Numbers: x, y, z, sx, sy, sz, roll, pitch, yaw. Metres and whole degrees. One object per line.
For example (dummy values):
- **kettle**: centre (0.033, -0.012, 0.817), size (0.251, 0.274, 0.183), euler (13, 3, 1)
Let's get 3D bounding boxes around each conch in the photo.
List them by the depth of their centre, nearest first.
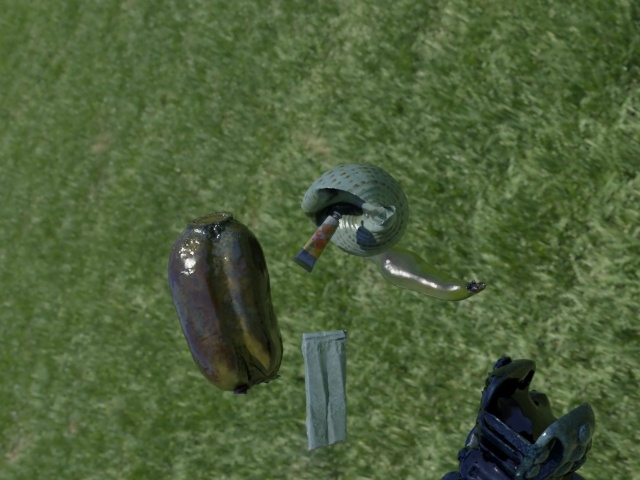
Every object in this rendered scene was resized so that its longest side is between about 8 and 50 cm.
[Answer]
- **conch**: centre (0.073, -0.061, 1.485), size (0.131, 0.172, 0.200), euler (-54, 13, -32)

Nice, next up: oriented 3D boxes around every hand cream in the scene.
- **hand cream**: centre (0.000, 0.000, 1.427), size (0.102, 0.035, 0.022), euler (-54, 7, -7)

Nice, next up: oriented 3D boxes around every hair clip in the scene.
- **hair clip**: centre (0.236, 0.308, 1.175), size (0.194, 0.206, 0.310), euler (39, 105, 29)

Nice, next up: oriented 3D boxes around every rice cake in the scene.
- **rice cake**: centre (0.010, 0.278, 1.706), size (0.040, 0.085, 0.226), euler (-136, 44, -82)

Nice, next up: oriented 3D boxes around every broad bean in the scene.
- **broad bean**: centre (0.209, 0.071, 1.849), size (0.325, 0.067, 0.075), euler (19, 111, 39)

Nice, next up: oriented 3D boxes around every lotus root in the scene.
- **lotus root**: centre (-0.147, 0.095, 1.408), size (0.160, 0.152, 0.274), euler (-117, 15, -85)
